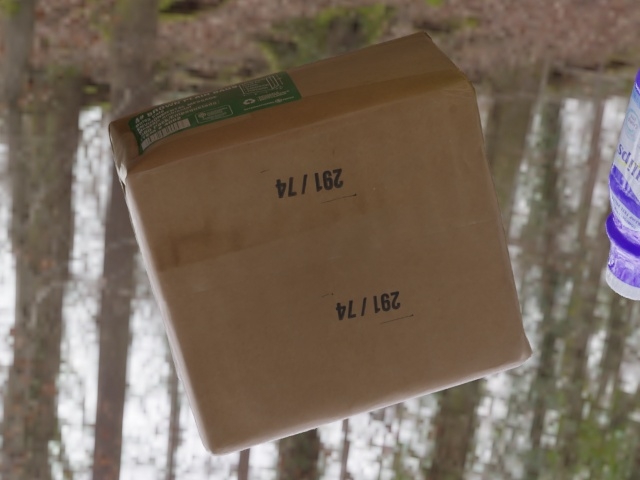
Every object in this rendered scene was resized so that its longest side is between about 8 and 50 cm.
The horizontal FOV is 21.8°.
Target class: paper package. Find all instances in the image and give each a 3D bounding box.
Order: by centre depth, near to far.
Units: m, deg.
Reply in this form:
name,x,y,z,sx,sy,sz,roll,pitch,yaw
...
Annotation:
name,x,y,z,sx,sy,sz,roll,pitch,yaw
paper package,0.000,0.000,1.534,0.325,0.309,0.168,-17,-158,-6

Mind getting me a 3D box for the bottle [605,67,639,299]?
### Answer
name,x,y,z,sx,sy,sz,roll,pitch,yaw
bottle,0.358,-0.061,1.733,0.092,0.283,0.118,-16,-133,-25
